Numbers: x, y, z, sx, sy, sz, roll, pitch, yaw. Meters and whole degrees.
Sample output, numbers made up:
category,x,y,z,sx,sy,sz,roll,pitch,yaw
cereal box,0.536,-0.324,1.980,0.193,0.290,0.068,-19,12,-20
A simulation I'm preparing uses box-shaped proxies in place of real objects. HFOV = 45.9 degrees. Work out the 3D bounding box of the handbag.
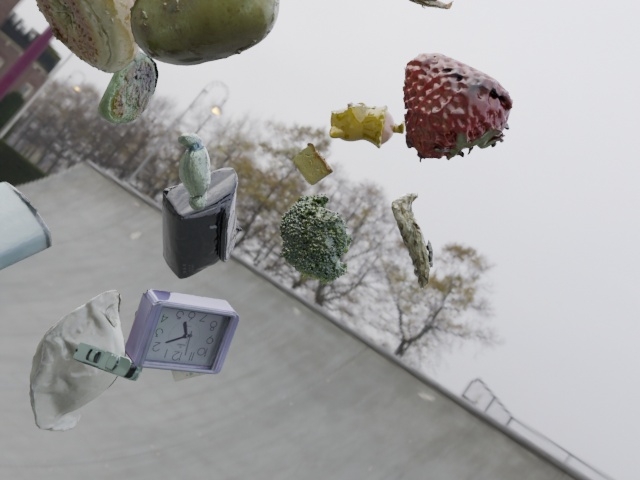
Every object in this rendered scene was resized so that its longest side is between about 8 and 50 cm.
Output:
category,x,y,z,sx,sy,sz,roll,pitch,yaw
handbag,-0.327,-0.044,2.253,0.178,0.275,0.301,50,-32,31

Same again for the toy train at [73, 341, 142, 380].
category,x,y,z,sx,sy,sz,roll,pitch,yaw
toy train,-0.459,0.262,1.638,0.208,0.043,0.047,8,-20,40

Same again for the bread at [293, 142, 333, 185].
category,x,y,z,sx,sy,sz,roll,pitch,yaw
bread,-0.030,-0.211,2.081,0.109,0.084,0.080,51,-1,-18

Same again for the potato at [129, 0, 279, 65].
category,x,y,z,sx,sy,sz,roll,pitch,yaw
potato,-0.210,-0.411,1.370,0.308,0.173,0.210,-6,4,34

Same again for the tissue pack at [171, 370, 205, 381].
category,x,y,z,sx,sy,sz,roll,pitch,yaw
tissue pack,-0.347,0.338,2.016,0.023,0.108,0.056,-21,96,-74

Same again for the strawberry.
category,x,y,z,sx,sy,sz,roll,pitch,yaw
strawberry,0.324,-0.337,1.767,0.254,0.280,0.150,-2,-23,0

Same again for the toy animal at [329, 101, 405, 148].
category,x,y,z,sx,sy,sz,roll,pitch,yaw
toy animal,0.145,-0.354,2.323,0.230,0.156,0.156,4,-17,10

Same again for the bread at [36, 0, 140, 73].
category,x,y,z,sx,sy,sz,roll,pitch,yaw
bread,-0.501,-0.516,1.648,0.306,0.158,0.305,32,-27,18

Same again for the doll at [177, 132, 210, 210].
category,x,y,z,sx,sy,sz,roll,pitch,yaw
doll,-0.297,-0.169,1.809,0.072,0.103,0.214,6,-49,14

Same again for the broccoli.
category,x,y,z,sx,sy,sz,roll,pitch,yaw
broccoli,-0.018,-0.004,2.397,0.236,0.287,0.260,6,-12,1

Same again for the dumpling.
category,x,y,z,sx,sy,sz,roll,pitch,yaw
dumpling,-0.591,0.286,1.829,0.181,0.341,0.260,45,8,17

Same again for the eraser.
category,x,y,z,sx,sy,sz,roll,pitch,yaw
eraser,-0.735,0.001,1.564,0.189,0.290,0.104,46,-35,20

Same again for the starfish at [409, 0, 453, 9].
category,x,y,z,sx,sy,sz,roll,pitch,yaw
starfish,0.199,-0.520,1.580,0.138,0.050,0.247,18,13,11

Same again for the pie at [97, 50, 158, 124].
category,x,y,z,sx,sy,sz,roll,pitch,yaw
pie,-0.556,-0.445,2.196,0.054,0.240,0.240,28,-12,15

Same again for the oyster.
category,x,y,z,sx,sy,sz,roll,pitch,yaw
oyster,0.191,0.011,1.574,0.106,0.061,0.199,95,-16,-60

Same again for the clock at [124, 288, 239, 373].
category,x,y,z,sx,sy,sz,roll,pitch,yaw
clock,-0.274,0.184,1.499,0.194,0.144,0.073,12,14,-35
